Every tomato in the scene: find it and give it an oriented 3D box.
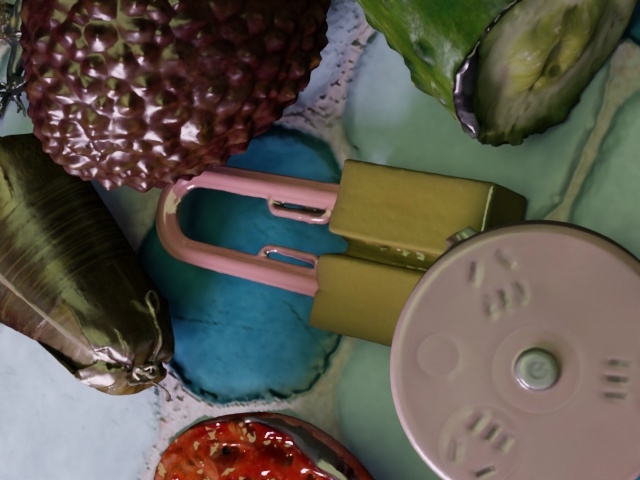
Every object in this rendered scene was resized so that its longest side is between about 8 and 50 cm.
[{"bbox_3d":[-0.010,0.176,1.030,0.166,0.082,0.174,-26,76,29],"label":"tomato"}]

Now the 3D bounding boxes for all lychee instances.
[{"bbox_3d":[-0.083,-0.126,1.063,0.188,0.188,0.188,-4,82,30],"label":"lychee"}]

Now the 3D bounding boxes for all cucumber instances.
[{"bbox_3d":[0.058,-0.172,1.013,0.134,0.134,0.244,-50,58,16],"label":"cucumber"}]

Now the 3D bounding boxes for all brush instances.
[{"bbox_3d":[0.000,0.000,1.068,0.233,0.047,0.103,12,91,32],"label":"brush"}]

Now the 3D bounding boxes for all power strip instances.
[{"bbox_3d":[0.111,0.061,0.947,0.154,0.078,0.154,0,94,7],"label":"power strip"}]

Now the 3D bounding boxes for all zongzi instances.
[{"bbox_3d":[-0.182,0.051,1.154,0.184,0.084,0.187,-44,69,34],"label":"zongzi"}]

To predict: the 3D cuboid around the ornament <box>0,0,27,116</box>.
[{"bbox_3d":[-0.214,-0.133,1.216,0.073,0.028,0.125,15,90,30],"label":"ornament"}]
